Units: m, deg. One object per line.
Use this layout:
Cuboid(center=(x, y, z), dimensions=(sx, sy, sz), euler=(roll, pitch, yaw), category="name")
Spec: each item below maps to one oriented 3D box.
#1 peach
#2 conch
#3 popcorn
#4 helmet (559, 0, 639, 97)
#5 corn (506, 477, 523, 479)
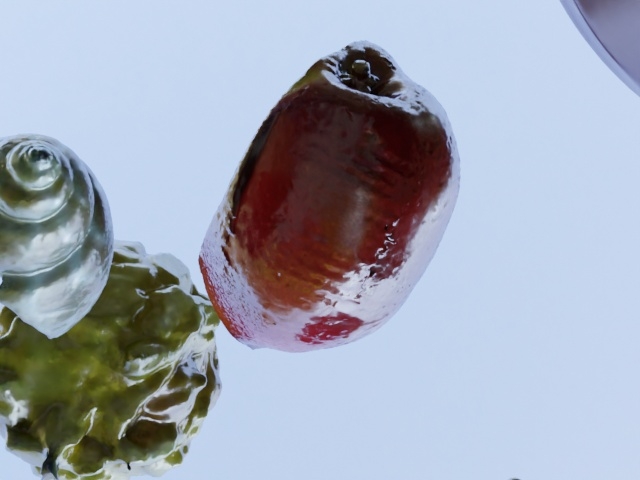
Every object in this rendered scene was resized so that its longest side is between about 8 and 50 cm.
Cuboid(center=(-0.002, -0.001, 0.999), dimensions=(0.159, 0.154, 0.267), euler=(40, -67, 16), category="peach")
Cuboid(center=(-0.187, -0.013, 0.879), dimensions=(0.106, 0.173, 0.116), euler=(-14, -140, 10), category="conch")
Cuboid(center=(-0.210, 0.121, 1.249), dimensions=(0.249, 0.249, 0.225), euler=(4, -155, 12), category="popcorn")
Cuboid(center=(0.240, -0.193, 0.822), dimensions=(0.197, 0.271, 0.338), euler=(-46, -107, 24), category="helmet")
Cuboid(center=(0.187, 0.363, 1.312), dimensions=(0.086, 0.086, 0.253), euler=(10, -86, 15), category="corn")
